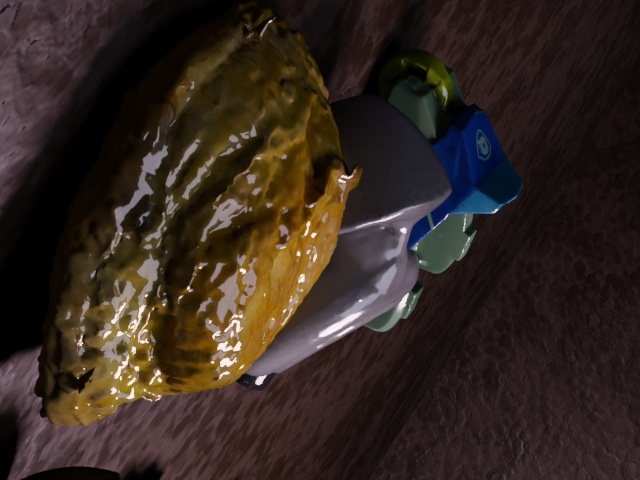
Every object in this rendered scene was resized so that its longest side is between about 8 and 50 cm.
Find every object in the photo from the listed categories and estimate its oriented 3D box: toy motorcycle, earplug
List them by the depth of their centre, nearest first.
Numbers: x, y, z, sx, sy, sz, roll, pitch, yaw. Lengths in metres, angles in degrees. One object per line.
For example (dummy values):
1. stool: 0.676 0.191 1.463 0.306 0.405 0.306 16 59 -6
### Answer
1. earplug: 0.010 0.007 1.237 0.214 0.175 0.325 -26 144 -49
2. toy motorcycle: 0.118 -0.056 1.441 0.191 0.200 0.326 -43 161 -43

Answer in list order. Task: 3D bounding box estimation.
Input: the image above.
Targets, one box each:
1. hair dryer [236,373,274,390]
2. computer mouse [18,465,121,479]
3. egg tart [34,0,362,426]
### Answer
1. hair dryer: -0.100 0.105 1.363 0.128 0.070 0.255 -59 158 11
2. computer mouse: -0.282 0.281 1.058 0.269 0.086 0.137 -49 171 2
3. egg tart: -0.078 -0.017 0.981 0.351 0.153 0.339 -36 151 -60
